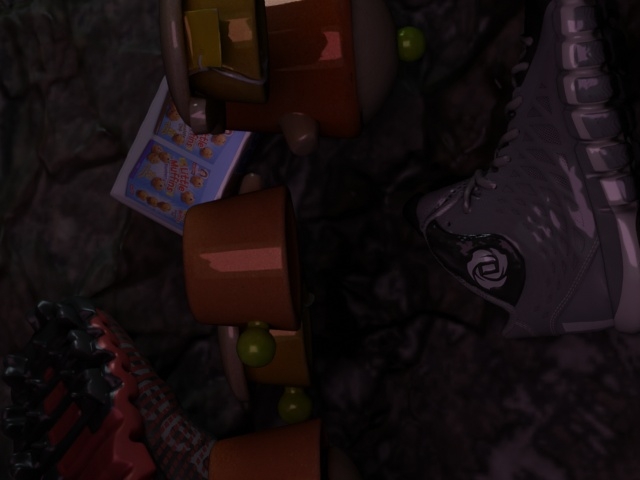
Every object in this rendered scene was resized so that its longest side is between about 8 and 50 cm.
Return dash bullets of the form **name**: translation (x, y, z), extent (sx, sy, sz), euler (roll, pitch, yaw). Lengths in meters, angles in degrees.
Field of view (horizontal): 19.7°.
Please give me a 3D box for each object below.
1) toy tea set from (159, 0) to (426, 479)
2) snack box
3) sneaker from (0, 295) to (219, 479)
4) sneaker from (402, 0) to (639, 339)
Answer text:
- **toy tea set**: translation (0.000, 0.000, 0.956), extent (0.124, 0.200, 0.336), euler (-4, 101, 4)
- **snack box**: translation (-0.056, -0.091, 1.057), extent (0.064, 0.022, 0.178), euler (28, 98, 15)
- **sneaker**: translation (-0.086, 0.147, 1.030), extent (0.097, 0.135, 0.276), euler (-49, 52, 24)
- **sneaker**: translation (0.099, -0.054, 0.975), extent (0.132, 0.086, 0.229), euler (-12, 87, 20)
